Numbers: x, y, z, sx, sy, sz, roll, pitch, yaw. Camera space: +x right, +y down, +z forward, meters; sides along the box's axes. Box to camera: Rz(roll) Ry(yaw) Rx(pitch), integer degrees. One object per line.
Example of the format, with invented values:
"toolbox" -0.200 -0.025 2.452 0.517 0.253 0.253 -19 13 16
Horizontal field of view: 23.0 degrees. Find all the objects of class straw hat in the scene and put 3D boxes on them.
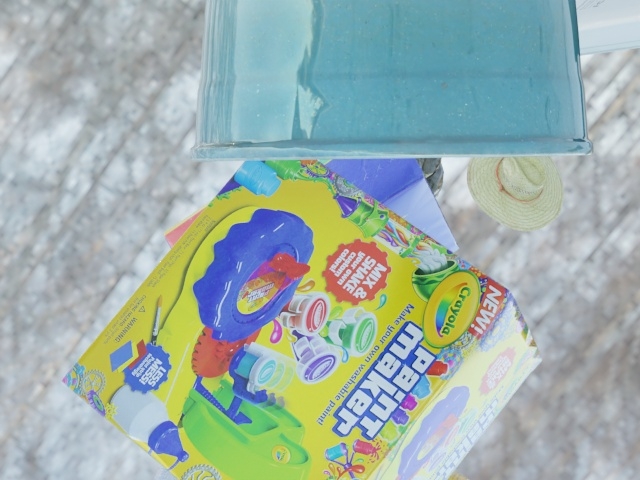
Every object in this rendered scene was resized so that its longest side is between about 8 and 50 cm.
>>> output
"straw hat" 0.274 -0.089 2.126 0.144 0.144 0.061 41 157 8

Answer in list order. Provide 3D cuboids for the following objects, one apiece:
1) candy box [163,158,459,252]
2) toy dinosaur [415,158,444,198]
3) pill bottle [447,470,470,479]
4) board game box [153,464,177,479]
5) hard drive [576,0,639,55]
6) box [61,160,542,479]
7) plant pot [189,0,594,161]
"candy box" 0.000 0.000 1.730 0.122 0.268 0.317 57 -178 16
"toy dinosaur" 0.128 -0.095 2.205 0.121 0.160 0.313 7 134 37
"pill bottle" 0.122 0.327 1.953 0.208 0.118 0.117 31 -163 12
"board game box" -0.073 0.376 2.040 0.318 0.318 0.066 22 156 -6
"hard drive" 0.342 -0.245 1.442 0.040 0.203 0.307 57 155 -19
"box" -0.010 0.113 1.378 0.279 0.290 0.177 34 170 26
"plant pot" 0.047 -0.181 1.055 0.271 0.255 0.271 -1 -177 0
